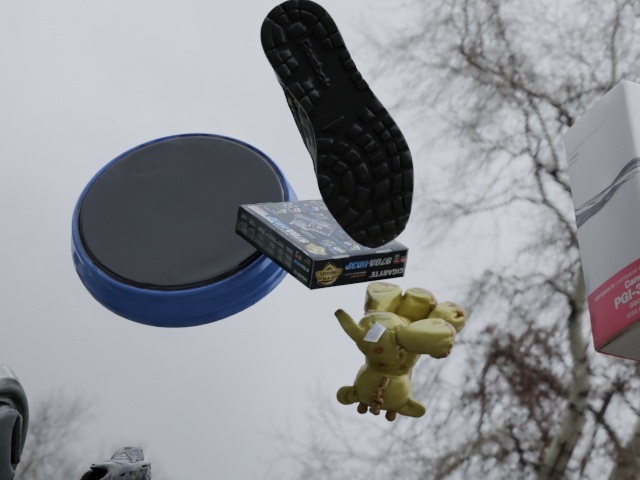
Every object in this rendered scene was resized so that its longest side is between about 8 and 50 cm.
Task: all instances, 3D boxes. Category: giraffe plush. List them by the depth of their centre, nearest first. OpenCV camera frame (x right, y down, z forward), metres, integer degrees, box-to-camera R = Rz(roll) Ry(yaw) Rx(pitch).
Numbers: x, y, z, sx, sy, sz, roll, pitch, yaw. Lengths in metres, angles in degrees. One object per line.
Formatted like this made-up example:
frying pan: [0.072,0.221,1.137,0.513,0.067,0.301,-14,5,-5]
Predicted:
giraffe plush: [0.111,0.183,1.752,0.181,0.210,0.170,23,-60,31]

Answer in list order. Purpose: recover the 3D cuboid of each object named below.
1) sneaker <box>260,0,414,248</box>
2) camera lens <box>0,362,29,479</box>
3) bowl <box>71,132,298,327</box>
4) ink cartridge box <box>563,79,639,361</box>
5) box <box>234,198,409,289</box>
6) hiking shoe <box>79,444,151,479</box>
sneaker: [0.023,-0.129,1.285,0.124,0.107,0.283,-174,-118,-88]
camera lens: [-0.473,0.197,1.237,0.274,0.219,0.219,21,-32,14]
bowl: [-0.225,-0.031,1.921,0.391,0.391,0.077,20,-36,21]
ink cartridge box: [0.387,-0.010,1.228,0.207,0.283,0.117,13,-33,-21]
box: [0.000,0.000,1.745,0.220,0.175,0.051,34,-58,48]
hiking shoe: [-0.357,0.398,1.967,0.114,0.086,0.227,1,-5,-18]
